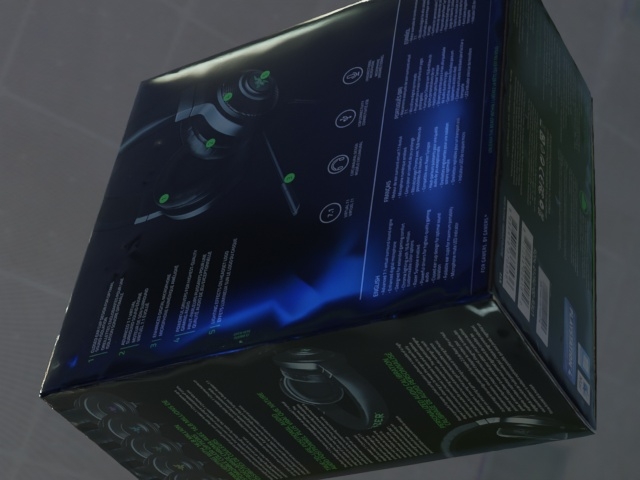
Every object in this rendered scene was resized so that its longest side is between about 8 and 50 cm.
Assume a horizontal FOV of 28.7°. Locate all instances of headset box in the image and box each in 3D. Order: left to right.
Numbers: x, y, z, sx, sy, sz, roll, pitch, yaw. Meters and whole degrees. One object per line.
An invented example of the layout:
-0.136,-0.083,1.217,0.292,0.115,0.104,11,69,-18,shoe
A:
0.000,0.000,0.711,0.131,0.283,0.246,50,-145,-39,headset box
